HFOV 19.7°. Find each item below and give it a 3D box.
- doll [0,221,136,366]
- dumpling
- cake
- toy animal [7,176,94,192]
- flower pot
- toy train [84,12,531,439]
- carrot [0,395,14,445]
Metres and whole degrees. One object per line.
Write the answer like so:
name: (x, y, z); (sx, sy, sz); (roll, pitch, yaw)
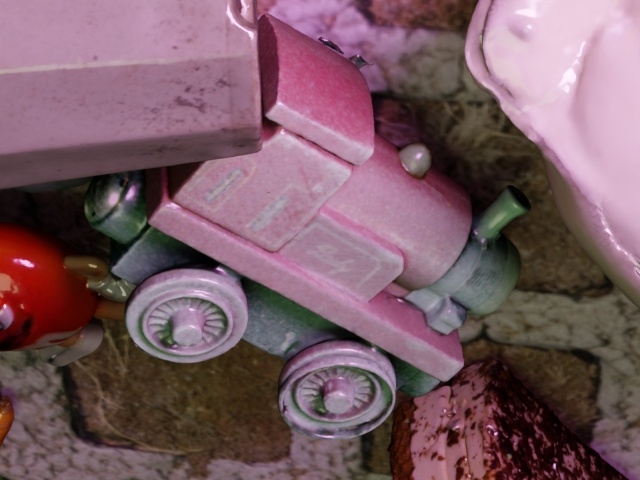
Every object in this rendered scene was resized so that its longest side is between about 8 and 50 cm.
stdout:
doll: (-0.210, 0.042, 1.364); (0.183, 0.085, 0.217); (-18, 151, 29)
dumpling: (0.289, -0.081, 1.104); (0.395, 0.233, 0.315); (36, 102, -7)
cake: (0.165, 0.220, 1.464); (0.112, 0.135, 0.246); (-27, 126, 33)
toy animal: (-0.247, -0.077, 1.266); (0.270, 0.082, 0.137); (-16, 130, 26)
flower pot: (-0.162, -0.137, 1.056); (0.259, 0.290, 0.290); (-3, 137, -2)
toy train: (0.000, 0.000, 1.255); (0.304, 0.150, 0.221); (29, 122, -29)
carrot: (-0.324, 0.219, 1.627); (0.066, 0.062, 0.271); (39, 137, 18)
